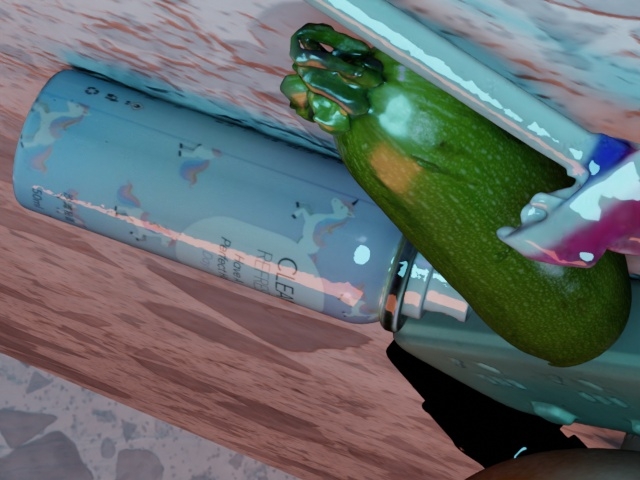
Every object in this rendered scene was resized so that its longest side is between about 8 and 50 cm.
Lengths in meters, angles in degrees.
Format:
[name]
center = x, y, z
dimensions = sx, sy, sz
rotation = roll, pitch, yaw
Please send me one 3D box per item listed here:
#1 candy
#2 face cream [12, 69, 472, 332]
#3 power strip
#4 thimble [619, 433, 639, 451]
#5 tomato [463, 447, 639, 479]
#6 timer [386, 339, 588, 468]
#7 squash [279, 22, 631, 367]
[candy]
center = 0.109, -0.017, 0.657
dimensions = 0.365, 0.124, 0.124
rotation = 31, 168, -8
[face cream]
center = -0.032, -0.015, 0.931
dimensions = 0.229, 0.075, 0.075
rotation = 19, 169, 11
[power strip]
center = 0.184, 0.077, 1.008
dimensions = 0.194, 0.059, 0.265
rotation = 30, 165, -36
[thimble]
center = 0.234, 0.151, 1.182
dimensions = 0.102, 0.090, 0.115
rotation = 26, 167, -21
[tomato]
center = 0.184, 0.259, 1.013
dimensions = 0.321, 0.321, 0.321
rotation = 20, 169, 4
[timer]
center = 0.126, 0.133, 1.257
dimensions = 0.144, 0.055, 0.187
rotation = 47, -173, 39
[squash]
center = 0.079, -0.005, 0.788
dimensions = 0.071, 0.080, 0.318
rotation = -24, 153, 16
